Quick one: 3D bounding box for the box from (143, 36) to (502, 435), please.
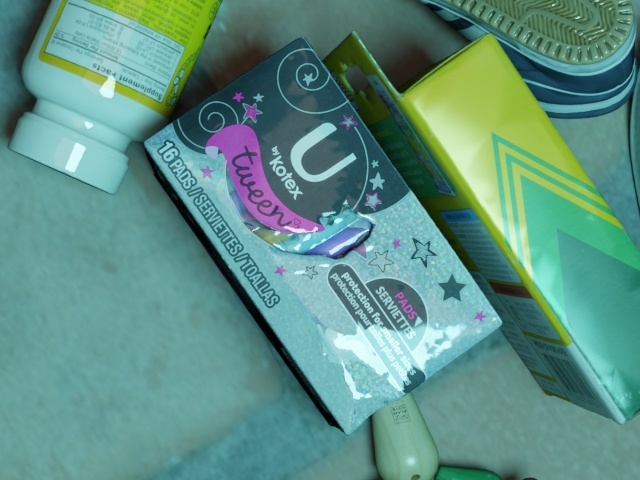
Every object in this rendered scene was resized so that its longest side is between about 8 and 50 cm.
[{"bbox_3d":[0.000,0.000,1.100,0.142,0.163,0.247,-36,88,-6],"label":"box"}]

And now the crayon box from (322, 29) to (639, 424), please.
[{"bbox_3d":[0.132,-0.029,1.103,0.083,0.203,0.323,-36,94,-5],"label":"crayon box"}]

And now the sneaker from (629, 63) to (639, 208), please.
[{"bbox_3d":[0.335,-0.034,1.181,0.147,0.104,0.295,-11,98,-8],"label":"sneaker"}]

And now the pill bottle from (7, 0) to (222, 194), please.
[{"bbox_3d":[-0.150,-0.145,1.114,0.118,0.117,0.208,23,88,-6],"label":"pill bottle"}]

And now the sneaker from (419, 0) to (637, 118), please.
[{"bbox_3d":[0.128,-0.193,1.165,0.282,0.153,0.099,39,89,25],"label":"sneaker"}]

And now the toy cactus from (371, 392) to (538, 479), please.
[{"bbox_3d":[0.074,0.208,1.160,0.219,0.112,0.180,-16,83,3],"label":"toy cactus"}]
